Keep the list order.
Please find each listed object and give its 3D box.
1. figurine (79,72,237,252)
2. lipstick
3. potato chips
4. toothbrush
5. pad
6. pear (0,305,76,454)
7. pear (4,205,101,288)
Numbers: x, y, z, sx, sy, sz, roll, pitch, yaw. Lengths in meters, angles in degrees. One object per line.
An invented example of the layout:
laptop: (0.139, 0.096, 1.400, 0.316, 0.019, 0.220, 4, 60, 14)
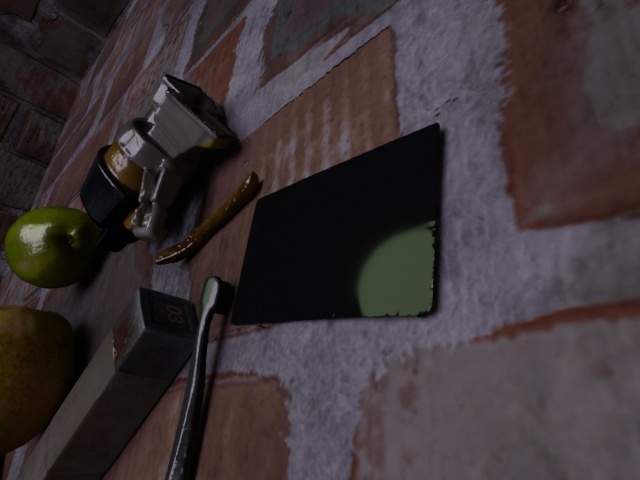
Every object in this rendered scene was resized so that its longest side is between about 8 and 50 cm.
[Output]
figurine: (-0.271, -0.115, 0.676, 0.308, 0.143, 0.308, -38, 26, 23)
lipstick: (-0.289, 0.228, 0.555, 0.371, 0.076, 0.080, -52, 41, 15)
potato chips: (-0.150, -0.023, 0.573, 0.204, 0.037, 0.026, -34, 57, 25)
toothbrush: (-0.134, 0.183, 0.443, 0.030, 0.030, 0.297, -9, 64, 36)
pad: (0.000, 0.000, 0.408, 0.265, 0.009, 0.159, -14, 60, 46)
pear: (-0.580, 0.242, 0.771, 0.271, 0.271, 0.271, -26, 52, 38)
pear: (-0.578, 0.012, 0.935, 0.219, 0.187, 0.187, -8, 63, 31)
